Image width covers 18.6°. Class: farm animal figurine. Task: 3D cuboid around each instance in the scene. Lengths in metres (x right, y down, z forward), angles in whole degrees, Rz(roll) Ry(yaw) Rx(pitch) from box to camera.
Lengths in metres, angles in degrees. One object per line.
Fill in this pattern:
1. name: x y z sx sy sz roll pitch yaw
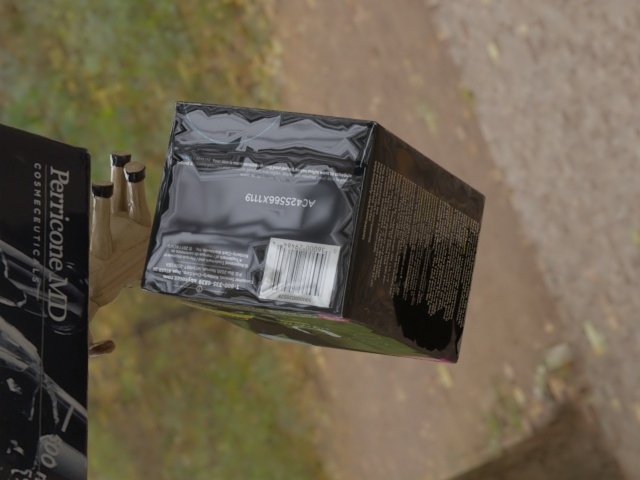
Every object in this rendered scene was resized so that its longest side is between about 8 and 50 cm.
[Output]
1. farm animal figurine: -0.283 0.054 1.567 0.327 0.330 0.172 -115 23 -65

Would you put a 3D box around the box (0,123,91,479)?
1. box: -0.291 0.095 0.979 0.179 0.312 0.343 -28 56 45

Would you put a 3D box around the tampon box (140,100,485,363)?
1. tampon box: 0.000 0.000 1.039 0.161 0.120 0.101 27 -109 -62
